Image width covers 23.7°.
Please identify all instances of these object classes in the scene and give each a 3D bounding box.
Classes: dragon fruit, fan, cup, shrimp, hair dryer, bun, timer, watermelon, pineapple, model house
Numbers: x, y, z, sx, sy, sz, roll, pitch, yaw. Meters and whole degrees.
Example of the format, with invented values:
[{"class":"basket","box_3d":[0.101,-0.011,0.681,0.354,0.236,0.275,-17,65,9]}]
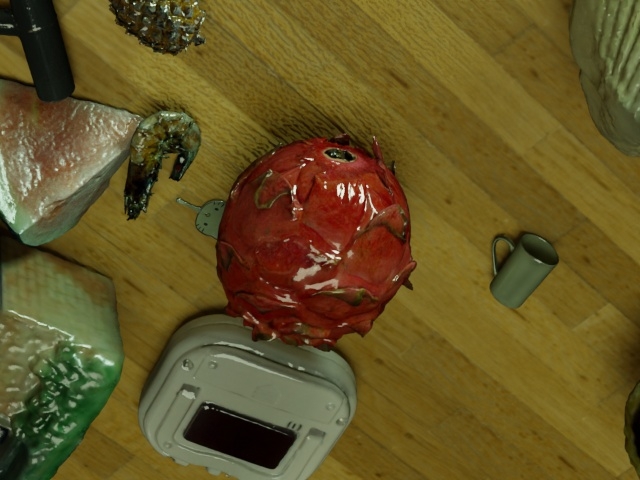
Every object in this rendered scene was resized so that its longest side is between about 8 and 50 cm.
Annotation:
[{"class":"dragon fruit","box_3d":[-0.008,0.006,1.743,0.241,0.241,0.252,-8,110,5]},{"class":"fan","box_3d":[-0.138,-0.031,1.847,0.083,0.004,0.056,25,123,-18]},{"class":"cup","box_3d":[0.240,0.035,1.871,0.075,0.054,0.083,22,125,-17]},{"class":"shrimp","box_3d":[-0.187,-0.083,1.778,0.091,0.034,0.161,-2,132,-30]},{"class":"hair dryer","box_3d":[-0.382,-0.226,1.681,0.195,0.050,0.173,-6,124,8]},{"class":"bun","box_3d":[0.396,-0.205,1.603,0.281,0.281,0.205,-28,165,18]},{"class":"timer","box_3d":[-0.094,0.217,1.977,0.262,0.087,0.237,21,123,-15]},{"class":"watermelon","box_3d":[-0.317,-0.105,1.770,0.202,0.136,0.207,-24,100,-29]},{"class":"pineapple","box_3d":[-0.201,-0.278,1.617,0.103,0.083,0.221,-29,123,37]},{"class":"model house","box_3d":[-0.433,0.146,1.822,0.280,0.245,0.312,26,115,-27]}]

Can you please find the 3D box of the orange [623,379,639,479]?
[{"class":"orange","box_3d":[0.561,0.211,1.903,0.369,0.210,0.271,-19,104,11]}]
